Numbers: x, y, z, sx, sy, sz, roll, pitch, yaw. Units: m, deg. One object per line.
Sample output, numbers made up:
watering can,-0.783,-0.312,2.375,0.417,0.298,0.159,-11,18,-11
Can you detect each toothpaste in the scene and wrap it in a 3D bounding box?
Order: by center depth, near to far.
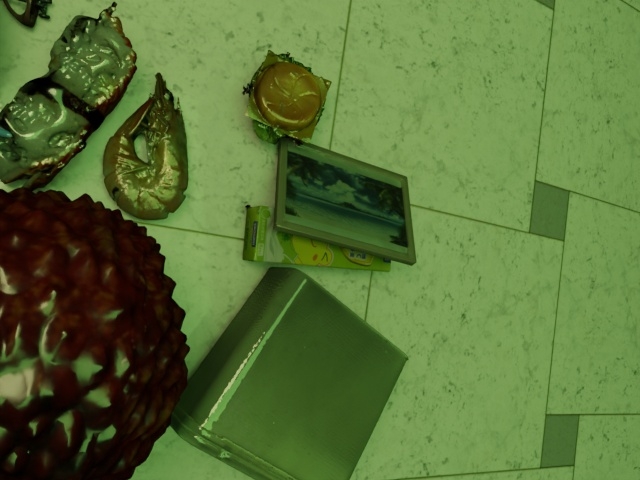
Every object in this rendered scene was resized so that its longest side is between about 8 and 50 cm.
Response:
toothpaste,0.000,0.000,1.039,0.328,0.077,0.110,6,86,-28

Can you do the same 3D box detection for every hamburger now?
hamburger,-0.072,-0.273,0.989,0.164,0.093,0.189,33,73,-15

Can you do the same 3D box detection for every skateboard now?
skateboard,-0.474,-0.422,0.803,0.080,0.067,0.151,10,89,-18

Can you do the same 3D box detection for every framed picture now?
framed picture,0.055,-0.084,1.032,0.315,0.024,0.231,14,56,-22

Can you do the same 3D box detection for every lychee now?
lychee,-0.377,0.167,0.642,0.425,0.425,0.499,16,58,-27

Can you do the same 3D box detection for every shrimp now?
shrimp,-0.304,-0.169,0.892,0.146,0.061,0.266,7,89,-18

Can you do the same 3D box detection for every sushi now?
sushi,-0.407,-0.223,0.797,0.130,0.124,0.332,41,74,-30

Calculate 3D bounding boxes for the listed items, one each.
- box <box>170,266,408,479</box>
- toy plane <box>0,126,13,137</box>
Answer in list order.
box,-0.046,0.283,0.963,0.352,0.177,0.343,41,71,-21
toy plane,-0.524,-0.175,0.705,0.247,0.078,0.169,18,78,8
